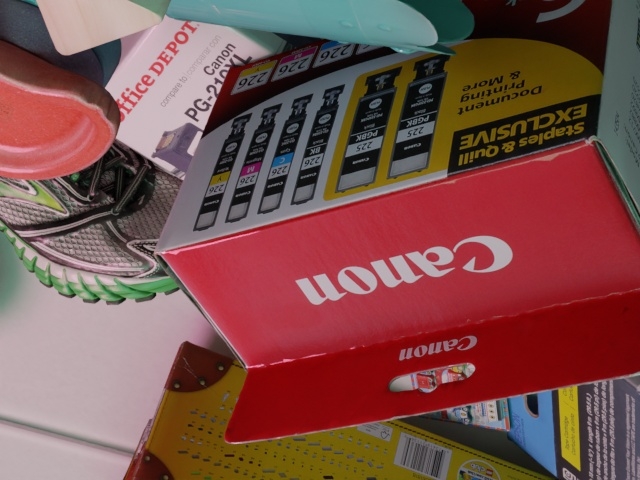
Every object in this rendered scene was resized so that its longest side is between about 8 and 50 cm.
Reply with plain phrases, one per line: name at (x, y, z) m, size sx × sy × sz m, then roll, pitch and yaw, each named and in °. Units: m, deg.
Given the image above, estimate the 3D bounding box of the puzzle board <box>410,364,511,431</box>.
puzzle board at (0.134, 0.141, 1.429) m, size 0.096 × 0.011 × 0.128 m, roll 7°, pitch 137°, yaw 20°

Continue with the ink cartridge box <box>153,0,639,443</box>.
ink cartridge box at (0.064, -0.027, 0.948) m, size 0.309 × 0.272 × 0.130 m, roll -15°, pitch 128°, yaw 28°

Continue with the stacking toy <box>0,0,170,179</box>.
stacking toy at (-0.235, -0.186, 0.898) m, size 0.309 × 0.130 × 0.279 m, roll 29°, pitch 147°, yaw -22°

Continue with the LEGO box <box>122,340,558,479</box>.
LEGO box at (0.020, 0.349, 1.532) m, size 0.500 × 0.193 × 0.372 m, roll 21°, pitch 143°, yaw -4°

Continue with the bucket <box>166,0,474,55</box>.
bucket at (-0.001, -0.252, 0.887) m, size 0.183 × 0.281 × 0.281 m, roll 4°, pitch 136°, yaw 16°

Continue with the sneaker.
sneaker at (-0.230, -0.061, 1.218) m, size 0.343 × 0.134 × 0.146 m, roll 23°, pitch 135°, yaw 14°

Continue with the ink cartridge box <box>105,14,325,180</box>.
ink cartridge box at (-0.045, -0.113, 1.163) m, size 0.237 × 0.100 × 0.172 m, roll 32°, pitch 135°, yaw -16°

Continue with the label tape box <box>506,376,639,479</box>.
label tape box at (0.311, 0.178, 1.320) m, size 0.333 × 0.106 × 0.241 m, roll 41°, pitch 154°, yaw 39°
